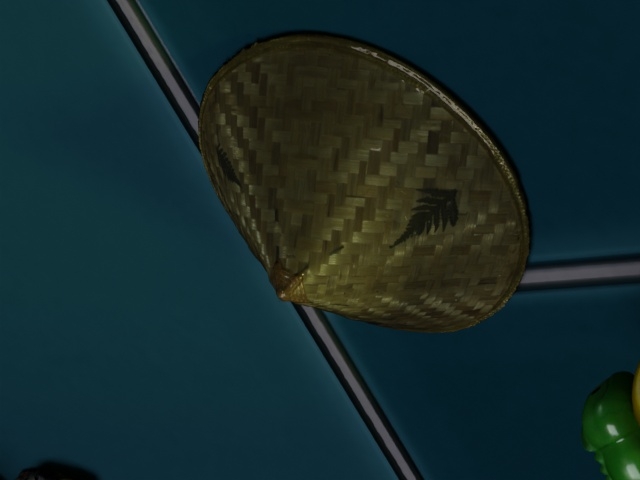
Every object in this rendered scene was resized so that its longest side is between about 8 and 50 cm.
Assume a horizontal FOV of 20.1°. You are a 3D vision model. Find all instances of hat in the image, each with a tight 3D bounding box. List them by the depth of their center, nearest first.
[{"bbox_3d":[0.000,0.000,0.684,0.146,0.067,0.146,21,139,19],"label":"hat"}]

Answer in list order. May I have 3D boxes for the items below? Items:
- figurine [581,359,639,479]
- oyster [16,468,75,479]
[{"bbox_3d":[0.172,0.059,0.601,0.156,0.095,0.115,-33,127,32],"label":"figurine"},{"bbox_3d":[-0.143,0.146,0.978,0.054,0.019,0.083,44,141,-8],"label":"oyster"}]
